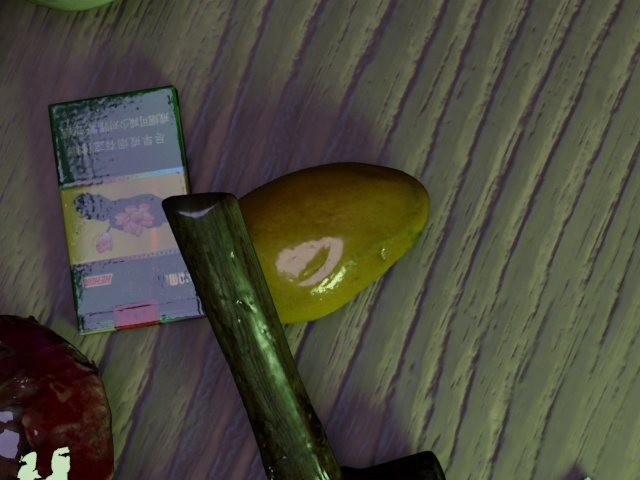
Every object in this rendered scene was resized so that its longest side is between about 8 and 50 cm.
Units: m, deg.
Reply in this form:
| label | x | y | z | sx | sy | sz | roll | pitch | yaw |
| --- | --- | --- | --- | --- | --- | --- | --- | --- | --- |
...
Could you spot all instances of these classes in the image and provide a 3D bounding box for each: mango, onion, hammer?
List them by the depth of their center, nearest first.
| label | x | y | z | sx | sy | sz | roll | pitch | yaw |
| --- | --- | --- | --- | --- | --- | --- | --- | --- | --- |
| hammer | -0.042 | 0.136 | 1.534 | 0.242 | 0.095 | 0.408 | -19 | 103 | 4 |
| onion | -0.317 | 0.189 | 1.547 | 0.246 | 0.190 | 0.246 | -2 | 83 | 20 |
| mango | 0.000 | 0.000 | 1.593 | 0.227 | 0.109 | 0.147 | -19 | 61 | 1 |

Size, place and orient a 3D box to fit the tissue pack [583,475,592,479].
| label | x | y | z | sx | sy | sz | roll | pitch | yaw |
| --- | --- | --- | --- | --- | --- | --- | --- | --- | --- |
| tissue pack | 0.221 | 0.335 | 1.593 | 0.193 | 0.026 | 0.122 | -37 | 84 | -2 |

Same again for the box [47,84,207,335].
| label | x | y | z | sx | sy | sz | roll | pitch | yaw |
| --- | --- | --- | --- | --- | --- | --- | --- | --- | --- |
| box | -0.192 | -0.030 | 1.638 | 0.132 | 0.034 | 0.235 | -9 | 84 | 1 |

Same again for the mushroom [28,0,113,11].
| label | x | y | z | sx | sy | sz | roll | pitch | yaw |
| --- | --- | --- | --- | --- | --- | --- | --- | --- | --- |
| mushroom | -0.288 | -0.338 | 1.526 | 0.292 | 0.290 | 0.292 | 17 | 126 | 25 |
